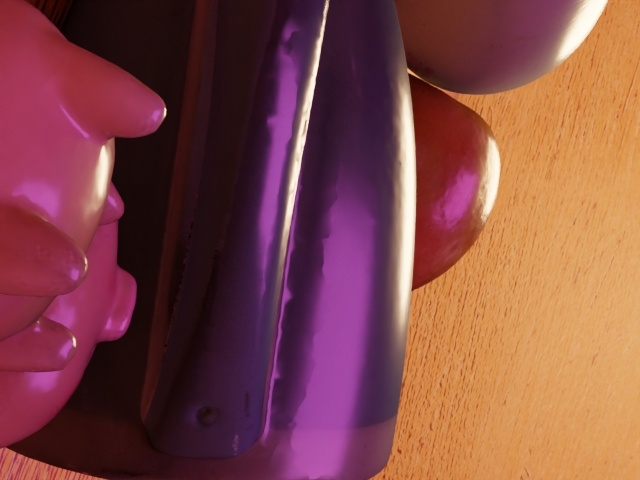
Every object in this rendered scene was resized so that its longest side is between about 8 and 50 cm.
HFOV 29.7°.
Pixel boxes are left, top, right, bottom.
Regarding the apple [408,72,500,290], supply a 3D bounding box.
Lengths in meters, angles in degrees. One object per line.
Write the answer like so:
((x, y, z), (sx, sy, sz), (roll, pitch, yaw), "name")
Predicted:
((0.060, -0.072, 1.234), (0.253, 0.254, 0.253), (18, 90, -81), "apple")

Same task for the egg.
((0.166, -0.270, 1.141), (0.371, 0.230, 0.230), (110, 1, -74), "egg")

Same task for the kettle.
((-0.048, -0.048, 0.664), (0.319, 0.247, 0.342), (-150, -111, -77), "kettle")

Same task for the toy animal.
((-0.151, 0.003, 0.473), (0.166, 0.154, 0.250), (-63, 178, -29), "toy animal")
